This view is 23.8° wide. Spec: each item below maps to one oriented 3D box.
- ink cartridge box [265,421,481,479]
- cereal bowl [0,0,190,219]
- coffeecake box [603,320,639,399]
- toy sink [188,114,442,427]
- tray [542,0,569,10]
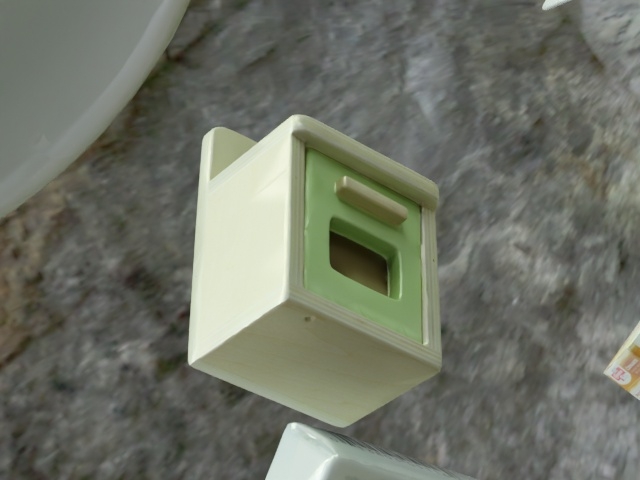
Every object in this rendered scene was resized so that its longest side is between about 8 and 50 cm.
[{"bbox_3d":[0.051,0.360,1.131,0.308,0.091,0.385,21,-88,-26],"label":"ink cartridge box"},{"bbox_3d":[-0.204,-0.126,0.411,0.339,0.339,0.141,-35,-127,18],"label":"cereal bowl"},{"bbox_3d":[0.360,0.107,1.290,0.185,0.068,0.142,37,-114,8],"label":"coffeecake box"},{"bbox_3d":[0.000,0.000,1.190,0.153,0.234,0.131,27,-44,-30],"label":"toy sink"},{"bbox_3d":[0.273,-0.230,1.058,0.145,0.270,0.030,-31,-81,-25],"label":"tray"}]
